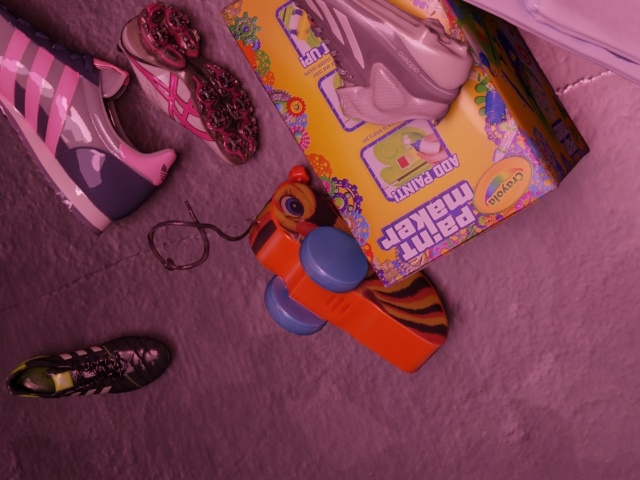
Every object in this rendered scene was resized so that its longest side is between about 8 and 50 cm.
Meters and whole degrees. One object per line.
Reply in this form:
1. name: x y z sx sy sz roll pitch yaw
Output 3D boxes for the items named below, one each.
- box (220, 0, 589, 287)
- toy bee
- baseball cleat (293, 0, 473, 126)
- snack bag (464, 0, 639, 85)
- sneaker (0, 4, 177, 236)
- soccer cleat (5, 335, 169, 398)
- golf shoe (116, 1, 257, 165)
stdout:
1. box: 0.090 -0.140 1.464 0.177 0.290 0.279 -31 89 17
2. toy bee: 0.000 0.000 1.593 0.195 0.162 0.298 -27 123 32
3. baseball cleat: 0.018 -0.162 1.291 0.206 0.072 0.109 33 112 12
4. snack bag: 0.197 -0.320 1.374 0.342 0.037 0.323 20 66 -21
5. sneaker: -0.272 -0.168 1.661 0.131 0.112 0.319 -34 93 2
6. soccer cleat: -0.248 0.142 1.711 0.179 0.072 0.060 -10 96 16
7. golf shoe: -0.135 -0.152 1.646 0.086 0.067 0.186 -30 97 49
